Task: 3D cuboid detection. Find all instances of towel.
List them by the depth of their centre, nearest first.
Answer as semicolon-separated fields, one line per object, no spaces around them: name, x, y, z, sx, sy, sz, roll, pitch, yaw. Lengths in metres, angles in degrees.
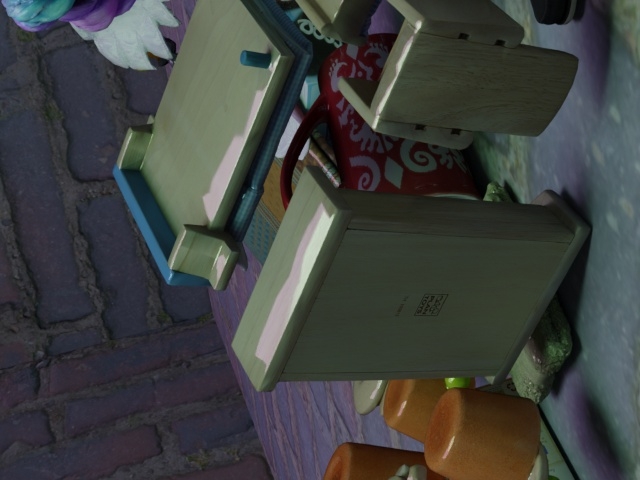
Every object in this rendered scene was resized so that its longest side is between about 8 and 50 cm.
towel;0.146;0.040;0.891;0.110;0.027;0.148;96;158;-60
towel;0.000;0.000;1.389;0.271;0.040;0.370;51;159;19

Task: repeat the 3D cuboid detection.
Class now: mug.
mug;0.046;-0.079;0.966;0.113;0.150;0.169;-46;49;45

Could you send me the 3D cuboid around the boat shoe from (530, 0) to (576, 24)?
boat shoe;0.121;-0.188;0.688;0.049;0.042;0.133;-139;34;-68

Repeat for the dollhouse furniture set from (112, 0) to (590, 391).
dollhouse furniture set;0.021;-0.085;0.816;0.303;0.198;0.286;54;131;43

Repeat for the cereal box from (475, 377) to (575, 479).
cereal box;0.179;0.252;0.939;0.173;0.047;0.240;88;164;-46

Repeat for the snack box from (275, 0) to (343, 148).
snack box;-0.041;-0.257;1.380;0.187;0.060;0.322;95;158;-61

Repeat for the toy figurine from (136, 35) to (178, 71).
toy figurine;-0.187;-0.343;1.615;0.148;0.213;0.209;-85;-17;-80

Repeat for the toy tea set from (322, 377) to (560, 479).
toy tea set;0.101;0.182;0.936;0.336;0.124;0.200;-162;90;-79

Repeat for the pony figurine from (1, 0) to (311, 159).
pony figurine;-0.125;-0.273;1.024;0.303;0.363;0.351;23;165;34
